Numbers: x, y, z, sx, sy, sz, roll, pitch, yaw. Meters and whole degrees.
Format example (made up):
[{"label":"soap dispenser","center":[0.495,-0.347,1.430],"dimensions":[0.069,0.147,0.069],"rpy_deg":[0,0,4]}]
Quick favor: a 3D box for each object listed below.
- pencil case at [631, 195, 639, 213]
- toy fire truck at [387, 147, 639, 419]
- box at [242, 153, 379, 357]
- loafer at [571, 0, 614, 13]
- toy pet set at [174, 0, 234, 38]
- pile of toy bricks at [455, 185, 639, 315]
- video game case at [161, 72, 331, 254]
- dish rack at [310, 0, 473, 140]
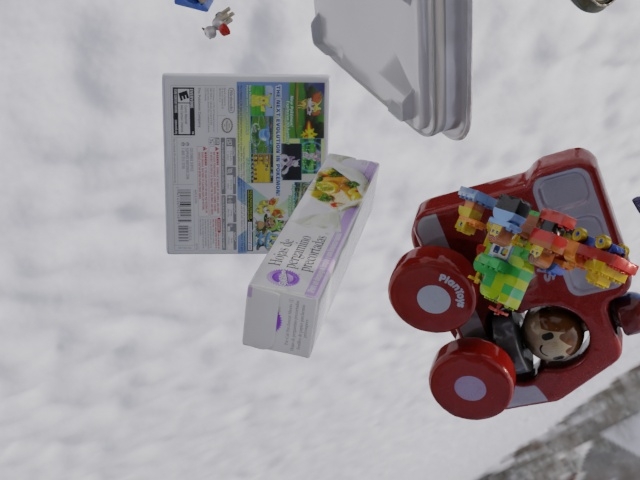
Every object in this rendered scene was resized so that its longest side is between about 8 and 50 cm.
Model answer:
[{"label":"pencil case","center":[0.371,0.006,0.628],"dimensions":[0.284,0.124,0.124],"rpy_deg":[-8,168,30]},{"label":"toy fire truck","center":[0.237,0.061,1.033],"dimensions":[0.253,0.302,0.169],"rpy_deg":[-15,-157,26]},{"label":"box","center":[0.000,0.000,0.894],"dimensions":[0.063,0.324,0.067],"rpy_deg":[11,119,9]},{"label":"loafer","center":[0.388,-0.438,1.254],"dimensions":[0.094,0.087,0.251],"rpy_deg":[-32,123,-21]},{"label":"toy pet set","center":[-0.162,-0.304,1.083],"dimensions":[0.065,0.114,0.122],"rpy_deg":[-25,121,25]},{"label":"pile of toy bricks","center":[0.186,0.021,0.856],"dimensions":[0.118,0.212,0.105],"rpy_deg":[22,92,-27]},{"label":"video game case","center":[-0.133,-0.136,1.622],"dimensions":[0.299,0.329,0.036],"rpy_deg":[0,-166,-5]},{"label":"dish rack","center":[0.065,-0.290,1.101],"dimensions":[0.072,0.333,0.286],"rpy_deg":[-23,133,-16]}]
